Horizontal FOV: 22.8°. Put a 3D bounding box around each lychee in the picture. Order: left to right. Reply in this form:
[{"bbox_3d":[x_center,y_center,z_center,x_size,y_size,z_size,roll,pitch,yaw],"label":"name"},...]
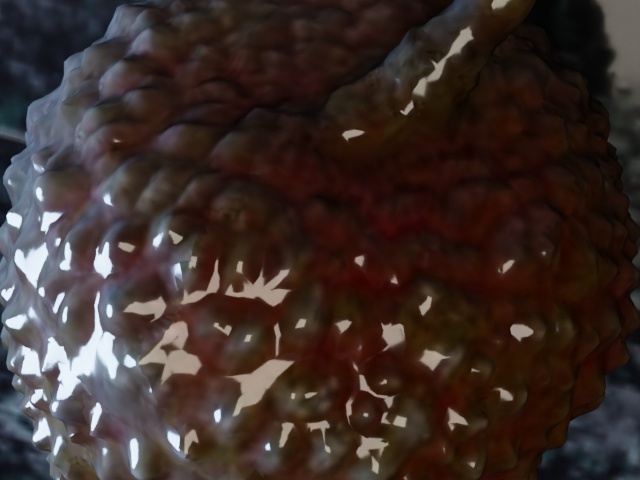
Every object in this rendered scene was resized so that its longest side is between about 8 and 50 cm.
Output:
[{"bbox_3d":[0.000,0.000,0.403,0.165,0.165,0.197,22,142,-2],"label":"lychee"}]
